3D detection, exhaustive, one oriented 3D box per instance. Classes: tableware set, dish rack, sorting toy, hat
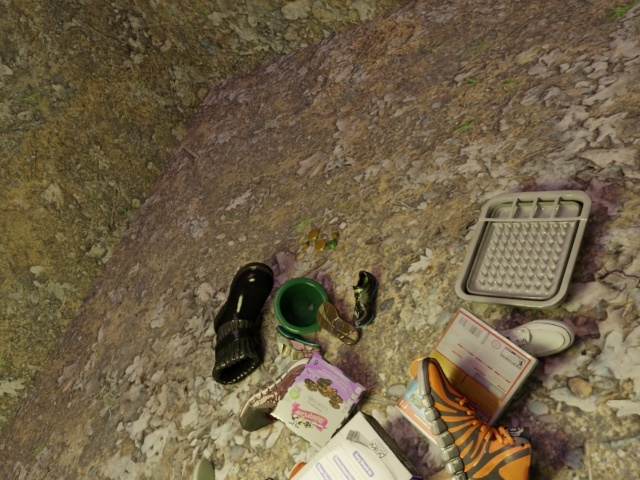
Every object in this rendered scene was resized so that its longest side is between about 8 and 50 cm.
[{"bbox_3d":[0.000,0.000,2.021,0.154,0.024,0.103,-11,51,36],"label":"tableware set"},{"bbox_3d":[0.509,0.028,1.442,0.286,0.072,0.332,2,56,45],"label":"dish rack"},{"bbox_3d":[0.267,0.532,1.236,0.062,0.012,0.083,-29,35,14],"label":"sorting toy"},{"bbox_3d":[-0.059,0.221,1.860,0.173,0.183,0.208,-18,67,-6],"label":"hat"}]

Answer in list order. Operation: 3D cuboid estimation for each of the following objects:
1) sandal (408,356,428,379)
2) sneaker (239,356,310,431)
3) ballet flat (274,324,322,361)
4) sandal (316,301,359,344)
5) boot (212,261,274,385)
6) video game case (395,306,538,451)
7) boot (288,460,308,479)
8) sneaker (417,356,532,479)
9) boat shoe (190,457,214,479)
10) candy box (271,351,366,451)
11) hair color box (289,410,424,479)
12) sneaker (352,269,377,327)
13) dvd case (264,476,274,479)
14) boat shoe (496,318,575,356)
[{"bbox_3d":[0.305,0.312,1.360,0.265,0.076,0.101,-2,54,44],"label":"sandal"},{"bbox_3d":[-0.095,0.460,1.592,0.281,0.106,0.162,-43,39,2],"label":"sneaker"},{"bbox_3d":[-0.078,0.321,1.747,0.222,0.077,0.079,15,89,50],"label":"ballet flat"},{"bbox_3d":[0.053,0.249,1.705,0.180,0.049,0.072,37,90,40],"label":"sandal"},{"bbox_3d":[-0.241,0.267,1.849,0.347,0.131,0.260,-61,22,27],"label":"boot"},{"bbox_3d":[0.315,0.320,1.284,0.204,0.025,0.285,37,98,38],"label":"video game case"},{"bbox_3d":[-0.061,0.628,1.443,0.157,0.059,0.085,-64,19,-15],"label":"boot"},{"bbox_3d":[0.324,0.374,1.181,0.180,0.125,0.320,-24,80,18],"label":"sneaker"},{"bbox_3d":[-0.352,0.722,1.608,0.081,0.079,0.227,-22,45,22],"label":"boat shoe"},{"bbox_3d":[-0.004,0.415,1.496,0.165,0.070,0.196,34,79,11],"label":"candy box"},{"bbox_3d":[0.042,0.573,1.300,0.339,0.110,0.185,-45,55,2],"label":"hair color box"},{"bbox_3d":[0.118,0.169,1.686,0.067,0.078,0.188,-15,47,35],"label":"sneaker"},{"bbox_3d":[-0.162,0.745,1.432,0.180,0.022,0.253,-42,35,15],"label":"dvd case"},{"bbox_3d":[0.444,0.233,1.284,0.226,0.083,0.076,-23,4,44],"label":"boat shoe"}]
